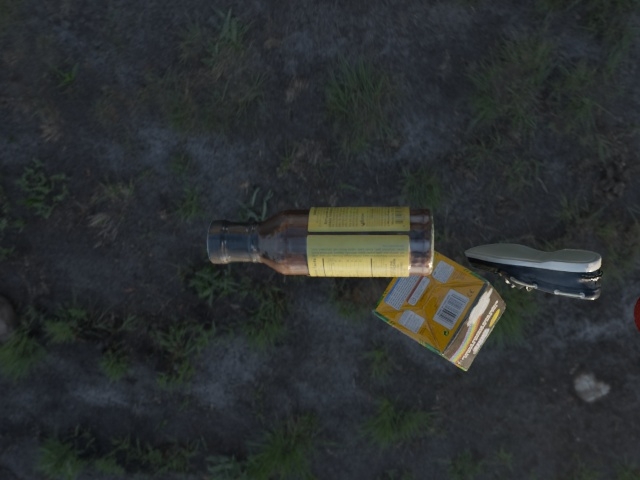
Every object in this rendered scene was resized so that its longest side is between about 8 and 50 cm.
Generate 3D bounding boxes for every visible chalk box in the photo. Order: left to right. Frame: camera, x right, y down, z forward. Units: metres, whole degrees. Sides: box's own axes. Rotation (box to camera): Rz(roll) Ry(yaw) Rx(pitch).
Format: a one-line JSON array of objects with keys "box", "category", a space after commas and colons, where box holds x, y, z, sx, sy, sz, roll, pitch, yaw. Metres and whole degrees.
[{"box": [0.270, 0.153, 1.496, 0.179, 0.289, 0.180, 31, 86, 29], "category": "chalk box"}]

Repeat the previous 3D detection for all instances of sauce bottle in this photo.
[{"box": [0.000, 0.000, 1.070, 0.344, 0.111, 0.111, 2, 116, 7], "category": "sauce bottle"}]

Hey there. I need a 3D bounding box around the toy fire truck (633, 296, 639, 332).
[{"box": [0.692, 0.142, 1.135, 0.302, 0.169, 0.254, -42, 93, -13], "category": "toy fire truck"}]

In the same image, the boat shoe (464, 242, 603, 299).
[{"box": [0.442, 0.066, 1.466, 0.114, 0.302, 0.091, -21, 110, -37], "category": "boat shoe"}]
